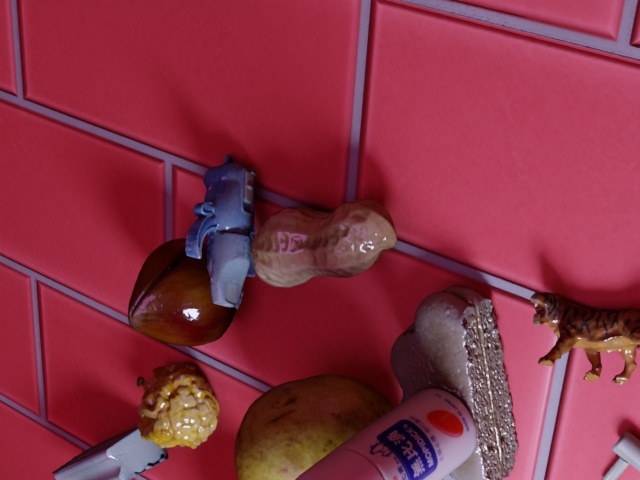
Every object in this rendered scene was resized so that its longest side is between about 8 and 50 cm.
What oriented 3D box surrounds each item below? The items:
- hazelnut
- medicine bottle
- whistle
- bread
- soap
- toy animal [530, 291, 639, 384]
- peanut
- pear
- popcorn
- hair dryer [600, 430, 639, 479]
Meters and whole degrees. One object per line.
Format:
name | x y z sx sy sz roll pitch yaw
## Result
hazelnut | -0.255 0.103 2.003 0.208 0.208 0.208 17 121 32
medicine bottle | 0.082 0.337 1.612 0.130 0.341 0.130 18 119 37
whistle | -0.159 -0.018 1.899 0.093 0.180 0.269 -5 74 29
bread | 0.201 0.232 1.769 0.183 0.102 0.337 2 111 38
soap | -0.450 0.471 2.375 0.261 0.150 0.094 -27 87 43
toy animal | 0.424 0.129 1.560 0.255 0.114 0.116 -6 64 36
peanut | 0.000 0.000 1.805 0.298 0.120 0.136 -11 131 40
pear | 0.016 0.371 1.845 0.304 0.304 0.303 17 121 32
popcorn | -0.283 0.324 2.181 0.170 0.180 0.180 39 136 -20
hair dryer | 0.452 0.342 1.669 0.063 0.038 0.124 39 136 18
